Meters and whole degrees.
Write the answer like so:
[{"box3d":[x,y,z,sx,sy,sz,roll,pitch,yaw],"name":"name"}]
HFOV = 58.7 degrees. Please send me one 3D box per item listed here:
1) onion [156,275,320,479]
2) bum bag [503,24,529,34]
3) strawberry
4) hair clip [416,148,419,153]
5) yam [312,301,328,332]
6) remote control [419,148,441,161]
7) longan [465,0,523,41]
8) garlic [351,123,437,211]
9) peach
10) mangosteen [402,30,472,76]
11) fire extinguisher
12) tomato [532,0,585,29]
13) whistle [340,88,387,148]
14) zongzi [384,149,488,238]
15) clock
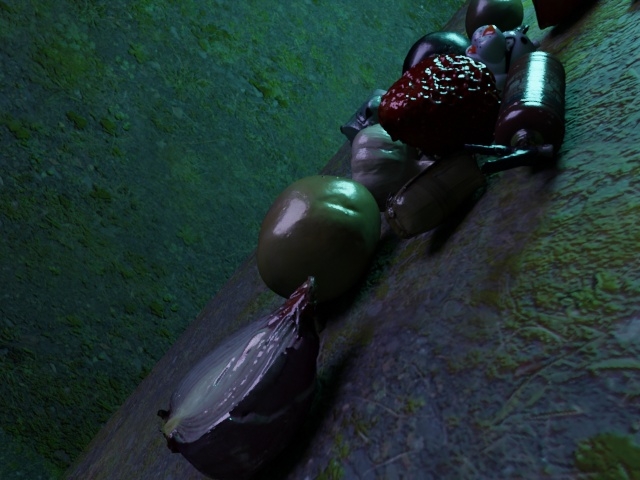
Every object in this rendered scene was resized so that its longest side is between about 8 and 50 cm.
[{"box3d":[-0.082,0.235,0.931,0.349,0.159,0.267,-43,21,-7],"name":"onion"},{"box3d":[0.492,-0.514,1.550,0.197,0.049,0.087,-51,35,-15],"name":"bum bag"},{"box3d":[0.201,-0.233,1.028,0.244,0.205,0.205,-21,-13,-46],"name":"strawberry"},{"box3d":[0.278,-0.275,1.562,0.173,0.046,0.072,-54,21,-23],"name":"hair clip"},{"box3d":[0.001,0.155,1.222,0.129,0.033,0.027,-62,-11,-66],"name":"yam"},{"box3d":[0.258,-0.215,1.281,0.034,0.103,0.250,-45,12,5],"name":"remote control"},{"box3d":[0.508,-0.656,1.668,0.189,0.189,0.189,-47,11,12],"name":"longan"},{"box3d":[0.187,-0.166,1.303,0.212,0.218,0.218,3,41,28],"name":"garlic"},{"box3d":[0.000,0.000,1.208,0.292,0.247,0.292,-32,-9,-5],"name":"peach"},{"box3d":[0.325,-0.442,1.512,0.243,0.243,0.243,-47,11,12],"name":"mangosteen"},{"box3d":[0.315,-0.195,0.903,0.344,0.138,0.102,-60,-29,-48],"name":"fire extinguisher"},{"box3d":[0.547,-0.602,1.295,0.140,0.200,0.233,-4,45,26],"name":"tomato"},{"box3d":[0.176,-0.377,1.952,0.168,0.188,0.405,-51,10,-8],"name":"whistle"},{"box3d":[0.185,-0.072,1.046,0.195,0.099,0.197,-35,3,-17],"name":"zongzi"},{"box3d":[0.363,-0.364,1.261,0.254,0.189,0.189,-37,15,27],"name":"clock"}]
